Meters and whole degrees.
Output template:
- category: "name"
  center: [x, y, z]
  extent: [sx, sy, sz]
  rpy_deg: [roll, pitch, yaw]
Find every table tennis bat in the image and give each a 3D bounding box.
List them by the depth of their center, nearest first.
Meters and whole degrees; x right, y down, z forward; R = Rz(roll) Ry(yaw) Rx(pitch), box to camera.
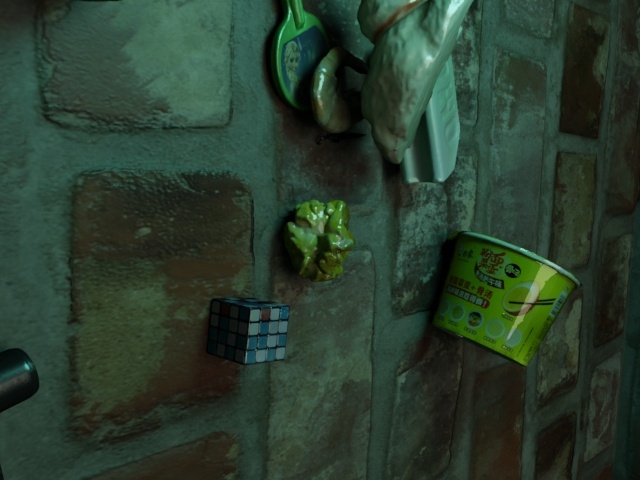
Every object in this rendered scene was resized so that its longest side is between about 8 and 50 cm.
- category: "table tennis bat"
  center: [-0.037, -0.346, 1.203]
  extent: [0.160, 0.039, 0.257]
  rpy_deg: [-40, 127, -44]

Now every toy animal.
- category: "toy animal"
  center: [0.125, -0.304, 1.240]
  extent: [0.308, 0.188, 0.266]
  rpy_deg: [104, 7, -65]

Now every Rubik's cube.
- category: "Rubik's cube"
  center: [-0.116, 0.144, 1.146]
  extent: [0.092, 0.092, 0.092]
  rpy_deg: [3, 94, -49]

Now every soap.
- category: "soap"
  center: [0.210, -0.275, 1.428]
  extent: [0.173, 0.095, 0.289]
  rpy_deg: [-44, 129, -53]

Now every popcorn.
- category: "popcorn"
  center: [0.000, 0.000, 1.245]
  extent: [0.126, 0.126, 0.145]
  rpy_deg: [39, 47, -72]

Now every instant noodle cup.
- category: "instant noodle cup"
  center: [0.399, 0.137, 1.616]
  extent: [0.311, 0.311, 0.221]
  rpy_deg: [31, 82, -47]

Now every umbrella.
- category: "umbrella"
  center: [0.047, -0.196, 1.336]
  extent: [0.149, 0.022, 0.022]
  rpy_deg: [-20, 153, -46]

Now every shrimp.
- category: "shrimp"
  center: [0.044, -0.277, 1.279]
  extent: [0.254, 0.059, 0.145]
  rpy_deg: [-38, 121, -50]

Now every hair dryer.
- category: "hair dryer"
  center: [-0.399, 0.262, 0.873]
  extent: [0.128, 0.070, 0.255]
  rpy_deg: [-28, 124, -44]
